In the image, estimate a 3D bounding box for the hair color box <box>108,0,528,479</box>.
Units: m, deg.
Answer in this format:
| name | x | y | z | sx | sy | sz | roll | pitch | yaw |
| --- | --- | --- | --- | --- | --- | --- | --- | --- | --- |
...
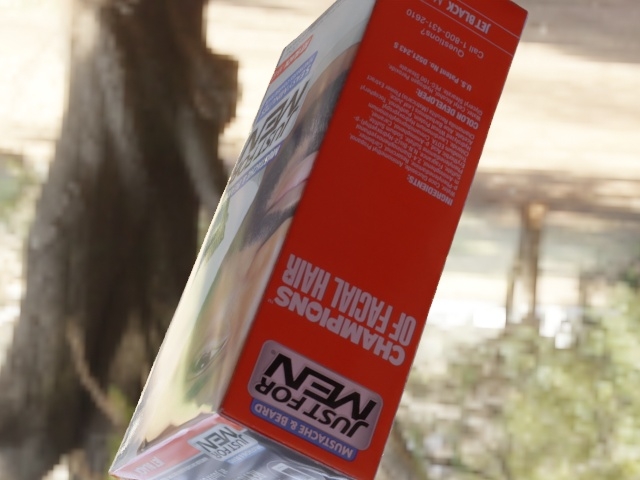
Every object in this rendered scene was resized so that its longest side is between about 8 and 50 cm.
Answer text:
| name | x | y | z | sx | sy | sz | roll | pitch | yaw |
| --- | --- | --- | --- | --- | --- | --- | --- | --- | --- |
| hair color box | 0.000 | 0.000 | 0.552 | 0.053 | 0.167 | 0.093 | 27 | 152 | -16 |
